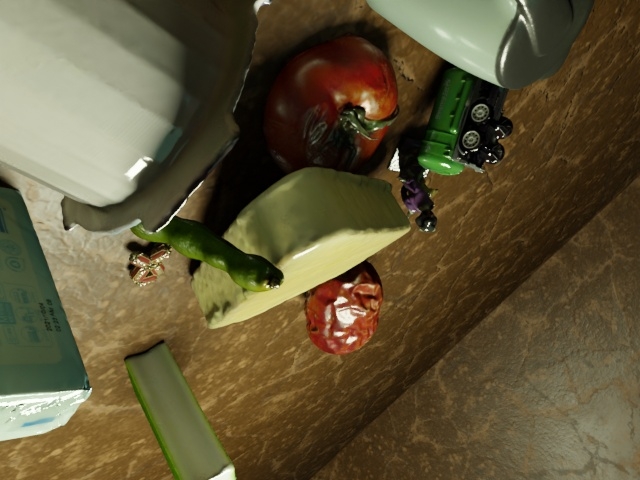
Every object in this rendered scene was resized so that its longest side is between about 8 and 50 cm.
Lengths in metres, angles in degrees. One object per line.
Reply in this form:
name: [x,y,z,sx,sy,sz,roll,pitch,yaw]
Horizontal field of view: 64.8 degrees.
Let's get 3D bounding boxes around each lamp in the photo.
lamp: [-0.255,0.037,0.752,0.063,0.031,0.083,-17,147,-32]

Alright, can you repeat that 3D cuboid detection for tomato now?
tomato: [0.025,-0.166,0.715,0.228,0.101,0.228,-26,146,-20]

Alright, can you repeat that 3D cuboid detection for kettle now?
kettle: [0.164,-0.290,0.553,0.161,0.236,0.221,-45,151,12]

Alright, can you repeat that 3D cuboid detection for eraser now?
eraser: [-0.259,0.352,0.935,0.092,0.274,0.210,-25,149,-27]

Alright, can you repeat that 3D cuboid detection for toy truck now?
toy truck: [0.244,-0.221,0.815,0.101,0.125,0.242,8,102,-50]

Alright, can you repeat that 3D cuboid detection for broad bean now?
broad bean: [-0.147,0.007,0.623,0.053,0.256,0.052,6,107,-67]

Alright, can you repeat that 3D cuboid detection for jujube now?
jujube: [0.050,0.144,1.120,0.174,0.174,0.250,-25,137,-24]

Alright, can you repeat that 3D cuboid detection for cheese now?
cheese: [0.000,0.001,0.802,0.384,0.104,0.384,-27,170,-5]

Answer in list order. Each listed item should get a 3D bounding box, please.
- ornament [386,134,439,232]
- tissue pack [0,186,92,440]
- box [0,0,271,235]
ornament: [0.168,-0.085,0.890,0.088,0.203,0.081,10,141,-9]
tissue pack: [-0.330,0.050,0.440,0.089,0.263,0.177,-46,150,19]
box: [-0.191,-0.171,0.360,0.206,0.263,0.291,28,72,-48]
